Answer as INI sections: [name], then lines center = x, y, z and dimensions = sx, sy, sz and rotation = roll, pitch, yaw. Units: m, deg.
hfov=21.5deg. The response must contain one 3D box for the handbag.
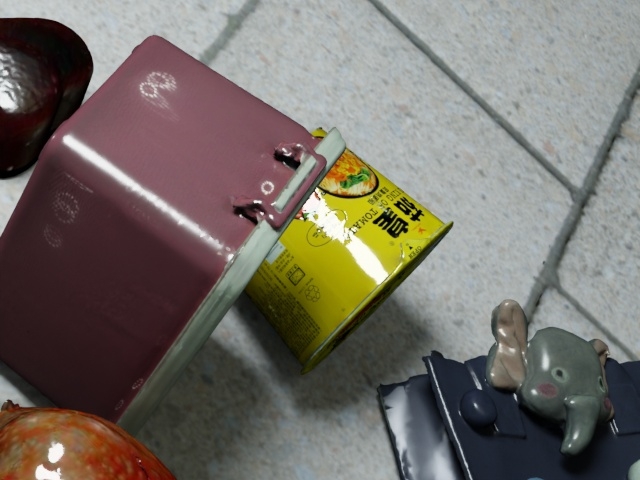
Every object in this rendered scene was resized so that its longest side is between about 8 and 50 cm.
[handbag]
center = 0.220, 0.195, 1.513
dimensions = 0.326, 0.118, 0.269
rotation = 3, 62, -40

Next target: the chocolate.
[chocolate]
center = -0.244, -0.137, 1.367
dimensions = 0.125, 0.080, 0.148
rotation = 47, 46, -6

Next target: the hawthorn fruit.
[hawthorn fruit]
center = -0.156, 0.215, 1.150
dimensions = 0.235, 0.181, 0.181
rotation = 31, 48, -15

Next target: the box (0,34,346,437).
[box]
center = -0.133, 0.004, 1.233
dimensions = 0.167, 0.294, 0.193
rotation = 35, 45, -2

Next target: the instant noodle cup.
[instant noodle cup]
center = 0.000, 0.000, 1.420
dimensions = 0.144, 0.182, 0.182
rotation = 46, 44, 5
